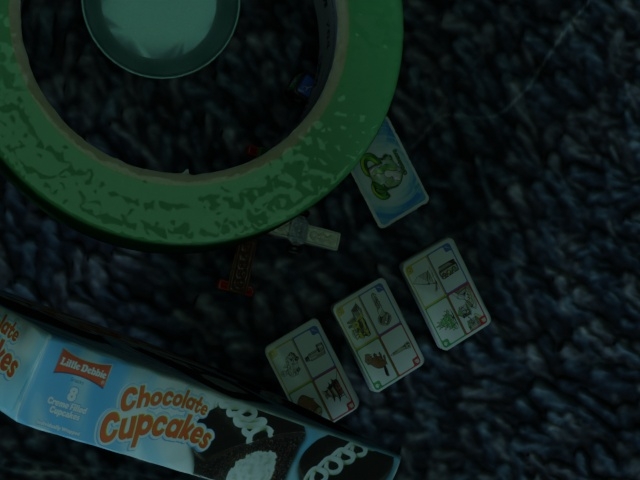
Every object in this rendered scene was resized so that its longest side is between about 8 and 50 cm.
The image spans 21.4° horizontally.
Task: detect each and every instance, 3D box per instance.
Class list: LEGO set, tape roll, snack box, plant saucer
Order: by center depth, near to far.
[{"bbox_3d":[-0.117,0.102,1.121,0.322,0.187,0.060,25,87,-44],"label":"snack box"},{"bbox_3d":[-0.103,-0.152,1.211,0.321,0.077,0.321,1,85,-11],"label":"tape roll"},{"bbox_3d":[-0.120,-0.180,1.267,0.119,0.021,0.119,0,92,-11],"label":"plant saucer"},{"bbox_3d":[0.000,0.000,1.298,0.182,0.060,0.244,-31,99,-21],"label":"LEGO set"}]
